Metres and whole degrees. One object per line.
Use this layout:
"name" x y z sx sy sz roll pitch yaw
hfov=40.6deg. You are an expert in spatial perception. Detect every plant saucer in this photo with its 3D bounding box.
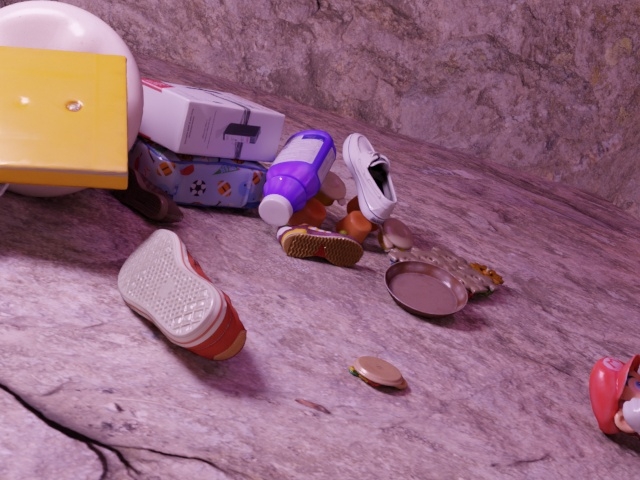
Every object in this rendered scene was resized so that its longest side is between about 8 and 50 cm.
"plant saucer" 0.203 0.099 1.690 0.169 0.029 0.168 10 34 -7

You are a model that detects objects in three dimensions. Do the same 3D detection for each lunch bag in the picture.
"lunch bag" -0.274 -0.158 1.895 0.304 0.114 0.243 6 19 -36

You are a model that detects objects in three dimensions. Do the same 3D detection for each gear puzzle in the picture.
"gear puzzle" 0.288 0.078 1.898 0.339 0.044 0.175 -1 33 -49

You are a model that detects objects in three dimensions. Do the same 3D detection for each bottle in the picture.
"bottle" -0.053 -0.134 1.833 0.118 0.092 0.282 -5 33 22

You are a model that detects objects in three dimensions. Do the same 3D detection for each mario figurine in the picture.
"mario figurine" 0.571 0.277 1.339 0.321 0.170 0.198 35 -13 23

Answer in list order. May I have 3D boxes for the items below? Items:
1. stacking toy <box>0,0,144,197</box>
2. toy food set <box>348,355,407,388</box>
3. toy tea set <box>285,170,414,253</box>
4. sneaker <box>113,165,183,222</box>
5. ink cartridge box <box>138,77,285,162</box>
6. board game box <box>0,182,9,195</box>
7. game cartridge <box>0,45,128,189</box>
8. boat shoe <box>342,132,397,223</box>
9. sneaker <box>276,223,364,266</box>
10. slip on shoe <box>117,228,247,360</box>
"stacking toy" -0.510 -0.252 1.729 0.351 0.350 0.480 18 -1 -5
"toy food set" 0.087 0.200 1.308 0.083 0.020 0.083 1 24 -47
"toy tea set" 0.047 -0.048 1.976 0.336 0.124 0.199 13 47 -32
"sneaker" -0.339 -0.083 1.691 0.188 0.066 0.071 41 9 39
"ink cartridge box" -0.242 -0.253 1.836 0.197 0.114 0.273 27 17 39
"board game box" -0.635 -0.180 1.338 0.390 0.050 0.389 20 46 0
"game cartridge" -0.464 -0.197 1.345 0.324 0.052 0.285 1 49 -14
"boat shoe" 0.124 -0.158 1.975 0.095 0.084 0.258 9 49 -35
"sneaker" 0.000 0.000 1.770 0.186 0.069 0.084 13 23 -26
"slip on shoe" -0.204 0.078 1.247 0.101 0.123 0.331 48 -8 -35
